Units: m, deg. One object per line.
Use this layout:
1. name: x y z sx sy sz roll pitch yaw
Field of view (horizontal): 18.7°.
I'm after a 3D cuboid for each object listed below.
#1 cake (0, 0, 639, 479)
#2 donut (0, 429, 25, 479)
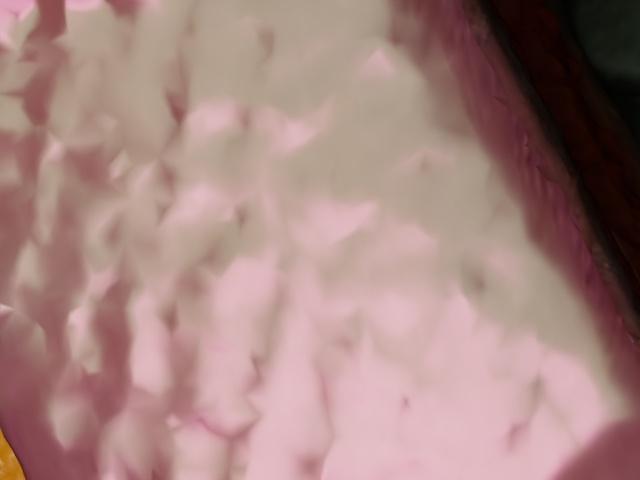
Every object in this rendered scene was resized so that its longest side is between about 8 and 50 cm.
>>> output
1. cake: 0.000 0.000 0.720 0.230 0.237 0.309 -29 80 19
2. donut: -0.181 0.186 0.914 0.303 0.110 0.303 -4 82 32
